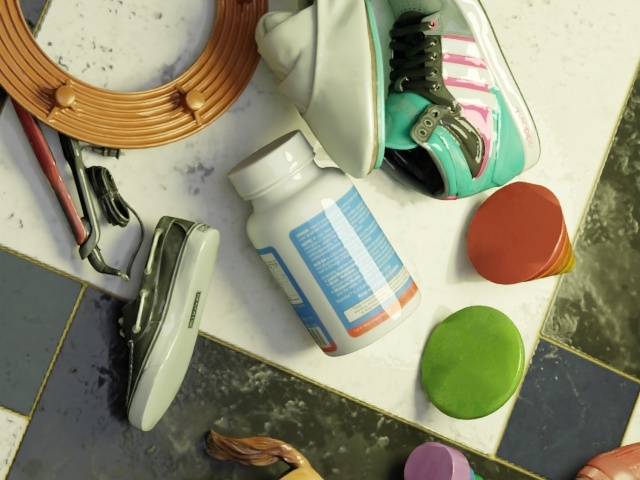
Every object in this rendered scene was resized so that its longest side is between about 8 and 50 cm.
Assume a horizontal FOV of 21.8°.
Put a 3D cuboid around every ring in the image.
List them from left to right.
[{"bbox_3d":[-0.202,-0.260,1.695,0.336,0.032,0.337,4,81,-25],"label":"ring"}]

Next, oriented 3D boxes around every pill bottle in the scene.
[{"bbox_3d":[0.000,0.000,1.735,0.124,0.124,0.221,-35,101,-18],"label":"pill bottle"}]

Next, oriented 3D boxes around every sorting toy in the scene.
[{"bbox_3d":[0.204,0.124,1.836,0.126,0.127,0.366,26,81,-48],"label":"sorting toy"}]

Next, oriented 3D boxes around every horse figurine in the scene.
[{"bbox_3d":[-0.035,0.314,1.744,0.174,0.066,0.263,-18,97,-14],"label":"horse figurine"}]

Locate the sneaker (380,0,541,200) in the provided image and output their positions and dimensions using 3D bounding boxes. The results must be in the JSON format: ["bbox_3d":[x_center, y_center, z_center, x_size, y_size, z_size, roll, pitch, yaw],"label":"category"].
[{"bbox_3d":[0.100,-0.165,1.784,0.178,0.124,0.296,-35,101,-27],"label":"sneaker"}]

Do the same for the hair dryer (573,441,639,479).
[{"bbox_3d":[0.359,0.334,1.898,0.223,0.080,0.293,40,80,-32],"label":"hair dryer"}]

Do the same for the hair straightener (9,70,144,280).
[{"bbox_3d":[-0.233,-0.068,1.690,0.089,0.047,0.230,-25,91,-20],"label":"hair straightener"}]

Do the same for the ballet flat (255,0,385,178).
[{"bbox_3d":[-0.012,-0.255,1.727,0.139,0.139,0.400,2,75,-20],"label":"ballet flat"}]

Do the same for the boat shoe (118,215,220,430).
[{"bbox_3d":[-0.166,0.084,1.706,0.070,0.078,0.219,16,85,16],"label":"boat shoe"}]
